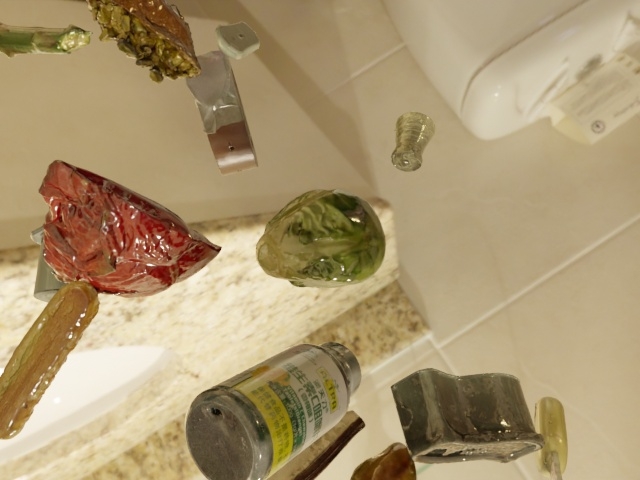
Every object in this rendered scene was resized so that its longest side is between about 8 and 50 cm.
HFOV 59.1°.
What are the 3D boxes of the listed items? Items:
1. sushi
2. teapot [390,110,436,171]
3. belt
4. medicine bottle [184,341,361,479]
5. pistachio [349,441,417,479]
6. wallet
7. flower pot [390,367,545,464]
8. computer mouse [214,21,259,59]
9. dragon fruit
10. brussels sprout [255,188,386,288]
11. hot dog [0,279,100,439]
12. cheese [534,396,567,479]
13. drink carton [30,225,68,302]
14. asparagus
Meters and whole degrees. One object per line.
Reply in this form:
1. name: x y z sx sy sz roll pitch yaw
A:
1. sushi: -0.375 -0.435 1.158 0.296 0.167 0.179 47 65 -47
2. teapot: 0.123 -0.130 0.781 0.067 0.057 0.083 108 3 -51
3. belt: -0.273 -0.352 1.571 0.122 0.217 0.338 -15 114 -1
4. medicine bottle: -0.050 0.239 0.836 0.141 0.141 0.293 -46 163 29
5. pistachio: 0.089 0.391 0.821 0.100 0.189 0.110 1 150 15
6. wallet: -0.083 0.452 1.169 0.275 0.068 0.335 4 -149 47
7. flower pot: 0.217 0.260 0.829 0.229 0.108 0.103 10 138 -28
8. computer mouse: -0.213 -0.502 1.419 0.056 0.089 0.181 -29 -166 33
9. dragon fruit: -0.395 -0.039 1.026 0.302 0.240 0.330 -29 147 -1
10. brussels sprout: 0.000 0.000 1.217 0.272 0.219 0.210 -15 -178 -27
11. hot dog: -0.341 0.143 0.693 0.215 0.066 0.047 -59 165 -1
12. cheese: 0.399 0.374 0.974 0.050 0.127 0.255 5 -167 17
13. drink carton: -0.699 0.072 1.549 0.186 0.189 0.191 -12 156 30
14. asparagus: -0.733 -0.516 1.452 0.082 0.343 0.085 70 36 -58
